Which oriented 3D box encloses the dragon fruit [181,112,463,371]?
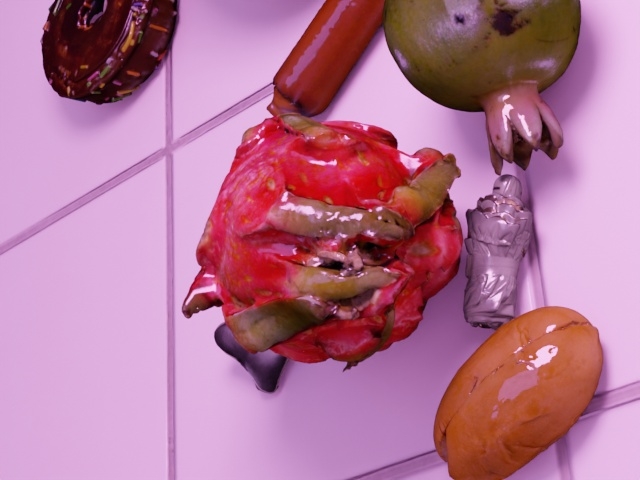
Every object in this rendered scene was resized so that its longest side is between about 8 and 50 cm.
[{"bbox_3d":[0.012,0.002,1.236,0.303,0.237,0.231,-168,96,-77],"label":"dragon fruit"}]

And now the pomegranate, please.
[{"bbox_3d":[0.158,-0.173,1.234,0.187,0.187,0.225,-25,72,36],"label":"pomegranate"}]

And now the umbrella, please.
[{"bbox_3d":[0.159,0.010,1.227,0.067,0.062,0.143,-2,75,66],"label":"umbrella"}]

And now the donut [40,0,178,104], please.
[{"bbox_3d":[-0.274,-0.286,1.784,0.235,0.089,0.235,-22,57,39],"label":"donut"}]

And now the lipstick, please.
[{"bbox_3d":[0.072,-0.300,1.444,0.418,0.077,0.077,-55,43,14],"label":"lipstick"}]

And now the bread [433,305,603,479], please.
[{"bbox_3d":[0.162,0.133,1.160,0.189,0.077,0.114,-47,49,17],"label":"bread"}]

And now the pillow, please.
[{"bbox_3d":[-0.047,0.084,1.408,0.135,0.055,0.091,-51,46,18],"label":"pillow"}]
